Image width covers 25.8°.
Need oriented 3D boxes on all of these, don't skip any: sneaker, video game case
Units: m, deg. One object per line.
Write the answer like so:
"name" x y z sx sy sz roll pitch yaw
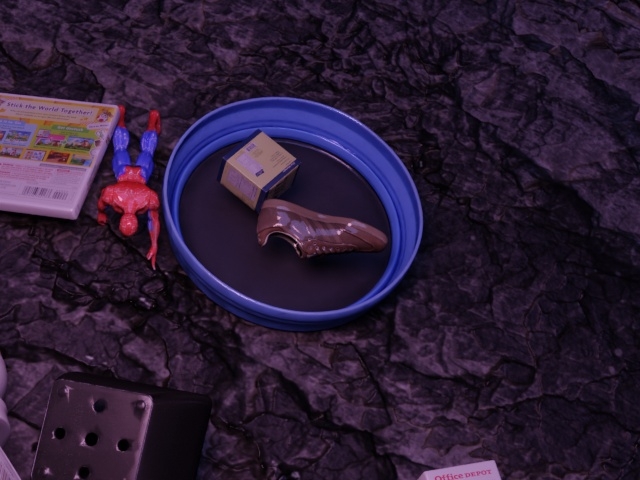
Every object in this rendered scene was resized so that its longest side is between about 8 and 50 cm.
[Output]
"sneaker" 0.000 0.000 1.990 0.188 0.066 0.071 16 74 -3
"video game case" -0.426 -0.126 2.020 0.226 0.026 0.206 7 53 12

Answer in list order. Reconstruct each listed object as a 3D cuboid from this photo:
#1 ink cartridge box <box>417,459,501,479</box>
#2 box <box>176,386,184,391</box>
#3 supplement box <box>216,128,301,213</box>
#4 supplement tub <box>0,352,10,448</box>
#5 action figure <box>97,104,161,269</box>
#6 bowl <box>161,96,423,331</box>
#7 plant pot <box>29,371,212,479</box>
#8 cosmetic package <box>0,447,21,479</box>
"ink cartridge box" 0.198 0.378 1.869 0.109 0.063 0.150 -6 59 -19
"box" -0.197 0.243 1.835 0.062 0.083 0.052 -32 70 -32
"supplement box" -0.089 -0.100 2.024 0.083 0.056 0.083 39 55 12
"supplement tub" -0.522 0.129 1.733 0.228 0.228 0.316 -14 61 -24
"action figure" -0.276 -0.068 2.036 0.091 0.139 0.280 6 33 -8
"bowl" -0.045 -0.040 2.079 0.391 0.077 0.391 8 55 -11
"plant pot" -0.254 0.251 1.702 0.187 0.167 0.188 9 75 10
"cosmetic package" -0.466 0.320 1.619 0.231 0.117 0.085 -20 27 5
